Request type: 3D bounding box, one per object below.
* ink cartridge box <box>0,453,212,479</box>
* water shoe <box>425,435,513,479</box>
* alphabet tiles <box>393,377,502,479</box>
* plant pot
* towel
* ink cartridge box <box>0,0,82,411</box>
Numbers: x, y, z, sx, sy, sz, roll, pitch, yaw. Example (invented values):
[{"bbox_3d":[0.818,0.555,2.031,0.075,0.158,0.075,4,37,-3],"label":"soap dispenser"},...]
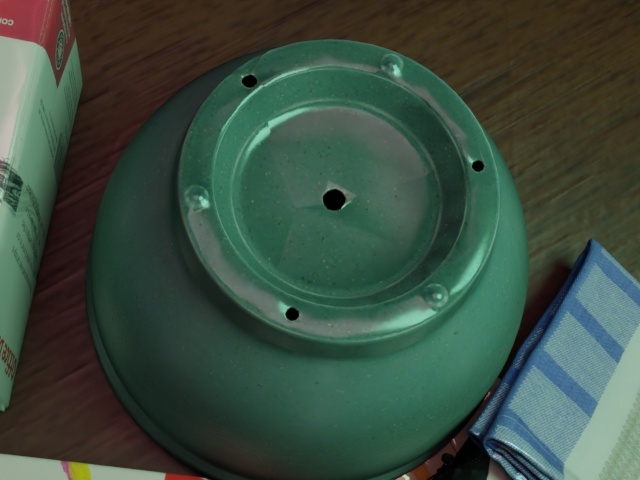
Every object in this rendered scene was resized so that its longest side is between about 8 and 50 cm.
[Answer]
[{"bbox_3d":[-0.132,0.197,0.615,0.231,0.078,0.134,4,73,8],"label":"ink cartridge box"},{"bbox_3d":[0.050,0.186,0.658,0.080,0.073,0.203,30,70,5],"label":"water shoe"},{"bbox_3d":[0.120,0.241,0.700,0.284,0.021,0.278,-27,80,-16],"label":"alphabet tiles"},{"bbox_3d":[0.000,0.000,0.652,0.293,0.196,0.293,2,72,-7],"label":"plant pot"},{"bbox_3d":[0.242,0.151,0.692,0.285,0.034,0.209,43,51,-1],"label":"towel"},{"bbox_3d":[-0.218,-0.031,0.645,0.100,0.172,0.237,10,73,-6],"label":"ink cartridge box"}]
